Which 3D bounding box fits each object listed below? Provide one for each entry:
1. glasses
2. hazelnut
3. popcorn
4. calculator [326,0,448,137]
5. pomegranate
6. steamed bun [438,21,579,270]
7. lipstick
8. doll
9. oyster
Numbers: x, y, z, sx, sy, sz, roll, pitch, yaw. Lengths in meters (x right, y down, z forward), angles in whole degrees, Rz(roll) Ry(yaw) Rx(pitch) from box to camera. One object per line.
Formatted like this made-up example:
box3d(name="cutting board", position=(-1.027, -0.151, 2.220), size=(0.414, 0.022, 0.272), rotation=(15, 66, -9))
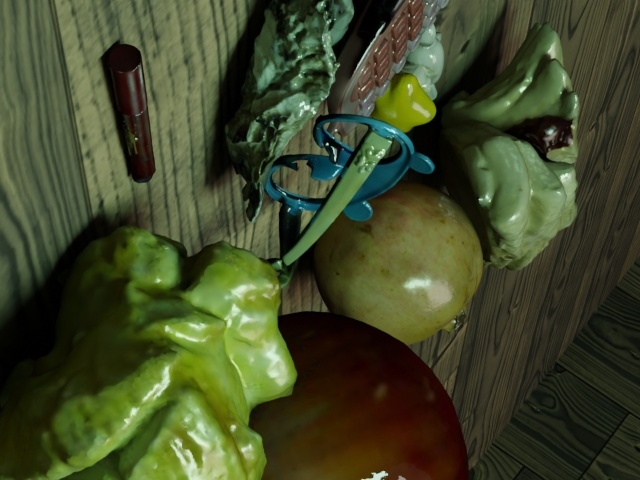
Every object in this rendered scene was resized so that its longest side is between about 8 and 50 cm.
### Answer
box3d(name="glasses", position=(-0.024, -0.029, 1.548), size=(0.207, 0.102, 0.239), rotation=(-38, -179, -29))
box3d(name="hazelnut", position=(-0.012, 0.268, 1.777), size=(0.359, 0.359, 0.409), rotation=(-51, 163, -15))
box3d(name="popcorn", position=(-0.140, 0.130, 1.407), size=(0.276, 0.225, 0.276), rotation=(-41, -149, 31))
box3d(name="calculator", position=(0.089, -0.235, 1.583), size=(0.329, 0.048, 0.220), rotation=(-58, 174, -7))
box3d(name="pomegranate", position=(0.088, 0.025, 1.885), size=(0.191, 0.191, 0.191), rotation=(-49, 161, -22))
box3d(name="steamed bun", position=(0.233, -0.106, 2.000), size=(0.189, 0.247, 0.428), rotation=(-24, 171, -1))
box3d(name="lipstick", position=(-0.142, -0.093, 1.317), size=(0.027, 0.027, 0.176), rotation=(-49, 163, -21))
box3d(name="doll", position=(0.102, -0.174, 1.769), size=(0.113, 0.071, 0.135), rotation=(-50, 159, -44))
box3d(name="oyster", position=(-0.028, -0.125, 1.457), size=(0.252, 0.087, 0.199), rotation=(88, 27, -76))
